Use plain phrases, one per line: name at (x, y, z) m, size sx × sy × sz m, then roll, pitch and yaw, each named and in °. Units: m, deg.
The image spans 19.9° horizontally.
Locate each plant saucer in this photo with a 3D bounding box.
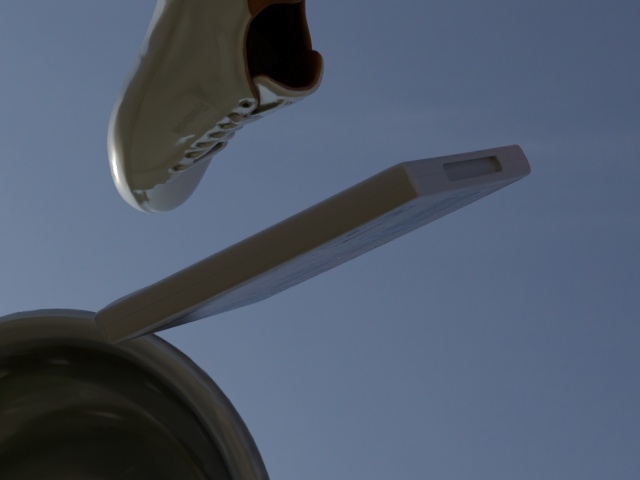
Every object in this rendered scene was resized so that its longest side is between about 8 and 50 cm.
plant saucer at (-0.174, 0.247, 1.171) m, size 0.400 × 0.100 × 0.400 m, roll -10°, pitch -110°, yaw 28°

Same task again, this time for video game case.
video game case at (0.000, 0.000, 0.793) m, size 0.157 × 0.143 × 0.019 m, roll -26°, pitch -95°, yaw 25°

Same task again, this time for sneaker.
sneaker at (-0.073, -0.105, 1.346) m, size 0.123 × 0.106 × 0.290 m, roll 38°, pitch -43°, yaw 16°
